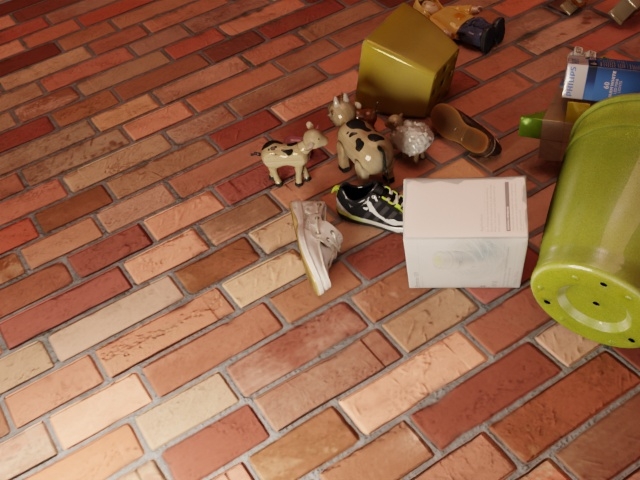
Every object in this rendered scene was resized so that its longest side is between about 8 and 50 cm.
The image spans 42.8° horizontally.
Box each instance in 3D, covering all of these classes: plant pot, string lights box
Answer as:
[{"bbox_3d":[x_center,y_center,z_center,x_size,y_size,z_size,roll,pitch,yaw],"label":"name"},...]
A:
[{"bbox_3d":[0.558,-0.012,1.476,0.366,0.366,0.353,21,62,28],"label":"plant pot"},{"bbox_3d":[0.654,-0.338,1.736,0.260,0.077,0.133,9,23,15],"label":"string lights box"},{"bbox_3d":[0.228,-0.435,2.066,0.187,0.212,0.212,29,54,17],"label":"plant pot"}]

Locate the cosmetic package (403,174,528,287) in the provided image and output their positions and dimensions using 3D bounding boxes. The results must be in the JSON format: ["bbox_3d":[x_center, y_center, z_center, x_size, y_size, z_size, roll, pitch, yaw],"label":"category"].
[{"bbox_3d":[0.274,-0.010,1.561,0.225,0.224,0.138,0,63,10],"label":"cosmetic package"}]

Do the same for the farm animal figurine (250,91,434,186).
[{"bbox_3d":[0.049,-0.237,1.894,0.327,0.172,0.330,31,56,34],"label":"farm animal figurine"}]

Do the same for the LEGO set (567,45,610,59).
[{"bbox_3d":[0.700,-0.398,2.018,0.227,0.093,0.087,12,78,-15],"label":"LEGO set"}]

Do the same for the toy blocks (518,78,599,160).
[{"bbox_3d":[0.665,-0.263,1.840,0.381,0.190,0.261,12,36,21],"label":"toy blocks"}]

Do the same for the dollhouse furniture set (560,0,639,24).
[{"bbox_3d":[0.797,-0.733,2.258,0.135,0.262,0.259,-38,84,-30],"label":"dollhouse furniture set"}]

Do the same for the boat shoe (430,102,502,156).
[{"bbox_3d":[0.347,-0.259,1.952,0.073,0.073,0.207,7,32,-42],"label":"boat shoe"}]

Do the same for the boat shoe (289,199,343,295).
[{"bbox_3d":[0.000,0.000,1.708,0.096,0.098,0.277,-12,42,-2],"label":"boat shoe"}]

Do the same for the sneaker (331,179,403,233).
[{"bbox_3d":[0.136,-0.079,1.768,0.235,0.097,0.084,6,46,16],"label":"sneaker"}]

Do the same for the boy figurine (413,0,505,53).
[{"bbox_3d":[0.385,-0.625,2.310,0.177,0.092,0.285,-38,53,-24],"label":"boy figurine"}]
